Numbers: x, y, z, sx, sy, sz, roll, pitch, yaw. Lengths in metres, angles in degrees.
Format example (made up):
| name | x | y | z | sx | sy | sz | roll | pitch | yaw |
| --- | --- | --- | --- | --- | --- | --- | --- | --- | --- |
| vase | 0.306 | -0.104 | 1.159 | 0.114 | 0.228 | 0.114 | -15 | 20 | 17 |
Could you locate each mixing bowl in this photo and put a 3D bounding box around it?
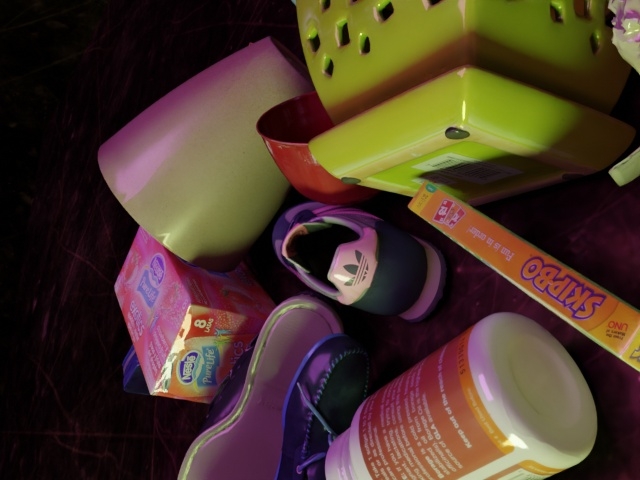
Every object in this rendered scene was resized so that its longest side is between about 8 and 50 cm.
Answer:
| name | x | y | z | sx | sy | sz | roll | pitch | yaw |
| --- | --- | --- | --- | --- | --- | --- | --- | --- | --- |
| mixing bowl | 0.024 | -0.102 | 0.804 | 0.181 | 0.181 | 0.098 | -137 | 32 | -56 |

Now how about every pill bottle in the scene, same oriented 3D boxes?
| name | x | y | z | sx | sy | sz | roll | pitch | yaw |
| --- | --- | --- | --- | --- | --- | --- | --- | --- | --- |
| pill bottle | 0.101 | 0.158 | 0.572 | 0.216 | 0.121 | 0.121 | -44 | 42 | 39 |

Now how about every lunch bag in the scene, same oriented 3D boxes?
| name | x | y | z | sx | sy | sz | roll | pitch | yaw |
| --- | --- | --- | --- | --- | --- | --- | --- | --- | --- |
| lunch bag | -0.308 | 0.222 | 1.241 | 0.098 | 0.067 | 0.065 | -53 | 36 | 31 |

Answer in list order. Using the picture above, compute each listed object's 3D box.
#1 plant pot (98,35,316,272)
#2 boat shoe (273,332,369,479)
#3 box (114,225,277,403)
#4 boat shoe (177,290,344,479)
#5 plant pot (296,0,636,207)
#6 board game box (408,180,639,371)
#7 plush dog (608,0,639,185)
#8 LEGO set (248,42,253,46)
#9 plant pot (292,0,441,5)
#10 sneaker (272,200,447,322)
| name | x | y | z | sx | sy | sz | roll | pitch | yaw |
| --- | --- | --- | --- | --- | --- | --- | --- | --- | --- |
| plant pot | -0.118 | -0.139 | 0.984 | 0.274 | 0.256 | 0.256 | -43 | 39 | 14 |
| boat shoe | 0.015 | 0.224 | 0.722 | 0.089 | 0.109 | 0.258 | 32 | 119 | 51 |
| box | -0.185 | 0.095 | 1.027 | 0.142 | 0.154 | 0.300 | -65 | 31 | 13 |
| boat shoe | -0.067 | 0.204 | 0.835 | 0.113 | 0.127 | 0.340 | -53 | -15 | -74 |
| plant pot | 0.123 | -0.151 | 0.598 | 0.227 | 0.228 | 0.207 | -15 | 69 | 54 |
| board game box | 0.175 | 0.036 | 0.508 | 0.039 | 0.124 | 0.259 | -57 | 33 | 5 |
| plush dog | 0.280 | -0.029 | 0.324 | 0.225 | 0.262 | 0.211 | -102 | 7 | -53 |
| LEGO set | -0.191 | -0.220 | 1.230 | 0.287 | 0.107 | 0.132 | -49 | 39 | 34 |
| plant pot | 0.079 | -0.356 | 0.757 | 0.247 | 0.247 | 0.252 | -23 | 69 | 52 |
| sneaker | 0.000 | 0.000 | 0.798 | 0.319 | 0.131 | 0.112 | 17 | 90 | 59 |
